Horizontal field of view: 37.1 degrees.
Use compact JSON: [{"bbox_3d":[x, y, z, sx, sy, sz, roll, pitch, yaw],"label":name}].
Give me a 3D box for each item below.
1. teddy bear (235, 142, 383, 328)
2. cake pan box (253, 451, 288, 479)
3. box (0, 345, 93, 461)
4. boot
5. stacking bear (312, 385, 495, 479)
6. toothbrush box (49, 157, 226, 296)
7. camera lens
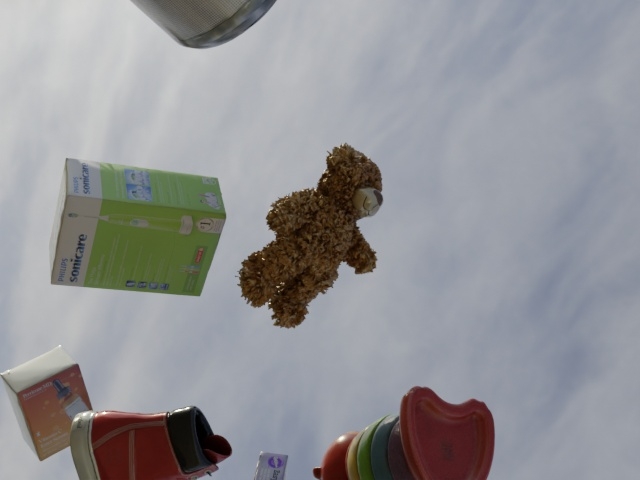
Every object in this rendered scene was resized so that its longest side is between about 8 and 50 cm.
[{"bbox_3d":[0.000,0.000,1.640,0.113,0.338,0.245,27,-28,59],"label":"teddy bear"},{"bbox_3d":[-0.116,0.607,1.957,0.267,0.070,0.246,-78,175,-56],"label":"cake pan box"},{"bbox_3d":[-0.524,0.316,1.855,0.091,0.130,0.170,29,-43,48],"label":"box"},{"bbox_3d":[-0.187,0.305,1.152,0.088,0.176,0.244,-91,175,-59],"label":"boot"},{"bbox_3d":[0.108,0.344,1.485,0.289,0.175,0.164,-29,-128,48],"label":"stacking bear"},{"bbox_3d":[-0.338,-0.020,1.748,0.122,0.283,0.206,-111,-147,-47],"label":"toothbrush box"},{"bbox_3d":[-0.177,-0.390,1.179,0.219,0.274,0.219,-26,-136,28],"label":"camera lens"}]
